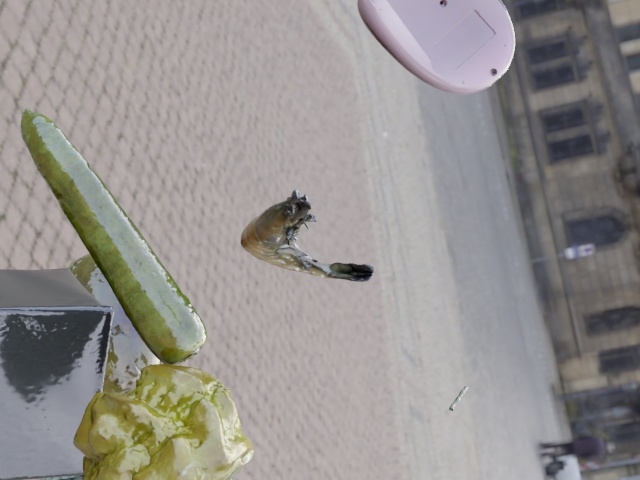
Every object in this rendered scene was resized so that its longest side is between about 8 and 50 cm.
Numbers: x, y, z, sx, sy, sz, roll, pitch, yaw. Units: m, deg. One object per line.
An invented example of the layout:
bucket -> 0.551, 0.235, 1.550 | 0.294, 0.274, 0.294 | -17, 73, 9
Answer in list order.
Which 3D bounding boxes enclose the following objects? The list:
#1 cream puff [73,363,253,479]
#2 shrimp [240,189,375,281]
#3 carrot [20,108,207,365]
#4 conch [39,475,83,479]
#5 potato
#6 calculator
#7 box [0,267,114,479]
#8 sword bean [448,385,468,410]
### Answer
cream puff -> -0.188, 0.237, 1.140 | 0.221, 0.195, 0.194 | -41, 127, -32
shrimp -> 0.000, 0.000, 1.398 | 0.262, 0.198, 0.051 | 134, -29, -63
carrot -> -0.255, -0.007, 1.202 | 0.358, 0.074, 0.074 | 55, 13, 2
conch -> -0.493, 0.580, 2.210 | 0.215, 0.303, 0.319 | -98, -172, -61
potato -> -0.386, 0.160, 1.852 | 0.210, 0.173, 0.307 | 2, 72, -33
calculator -> 0.092, -0.195, 0.839 | 0.166, 0.103, 0.024 | 48, -3, 3
box -> -0.486, 0.176, 1.356 | 0.204, 0.345, 0.251 | 29, -68, 58
sword bean -> 0.268, 0.304, 1.940 | 0.083, 0.012, 0.012 | -40, 120, -49
